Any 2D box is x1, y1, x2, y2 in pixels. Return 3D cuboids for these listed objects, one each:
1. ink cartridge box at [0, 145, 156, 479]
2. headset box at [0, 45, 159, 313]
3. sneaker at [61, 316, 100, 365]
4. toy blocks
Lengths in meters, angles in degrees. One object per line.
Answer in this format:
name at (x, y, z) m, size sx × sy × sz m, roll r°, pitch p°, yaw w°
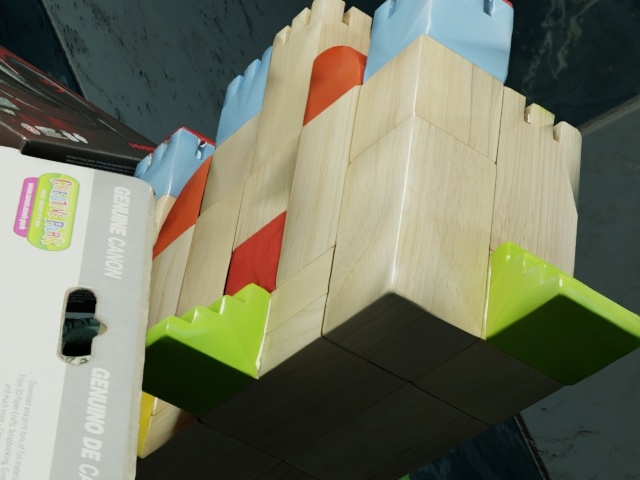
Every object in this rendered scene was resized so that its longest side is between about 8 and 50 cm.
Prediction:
ink cartridge box at (-0.217, 0.070, 0.834) m, size 0.309 × 0.271 × 0.130 m, roll -93°, pitch -166°, yaw -61°
headset box at (-0.253, -0.077, 1.150) m, size 0.293 × 0.110 × 0.218 m, roll 33°, pitch 9°, yaw 20°
sneaker at (-0.190, 0.110, 1.104) m, size 0.158 × 0.182 × 0.410 m, roll 61°, pitch 16°, yaw -8°
toy blocks at (0.000, 0.000, 0.969) m, size 0.190 × 0.381 × 0.261 m, roll 28°, pitch 49°, yaw -23°
